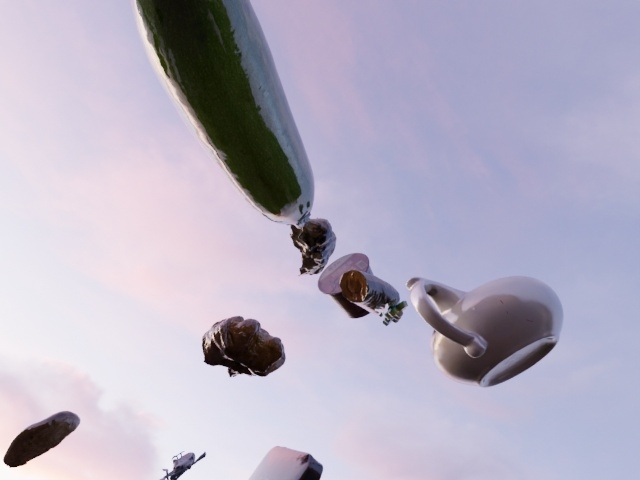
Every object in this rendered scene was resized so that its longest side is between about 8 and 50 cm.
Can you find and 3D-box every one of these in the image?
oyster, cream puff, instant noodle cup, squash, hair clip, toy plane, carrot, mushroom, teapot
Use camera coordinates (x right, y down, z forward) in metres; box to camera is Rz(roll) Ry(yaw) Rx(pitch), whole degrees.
[{"bbox_3d":[-0.007,0.007,1.149,0.108,0.161,0.232,9,-27,27],"label":"oyster"},{"bbox_3d":[-0.247,0.329,1.322,0.269,0.154,0.241,-19,-56,32],"label":"cream puff"},{"bbox_3d":[0.128,0.190,1.712,0.235,0.234,0.178,-19,-61,26],"label":"instant noodle cup"},{"bbox_3d":[-0.079,-0.122,0.453,0.107,0.107,0.395,-2,-27,13],"label":"squash"},{"bbox_3d":[0.129,0.125,0.763,0.049,0.049,0.173,9,-13,4],"label":"hair clip"},{"bbox_3d":[-0.503,0.807,1.516,0.078,0.197,0.053,-4,-88,29],"label":"toy plane"},{"bbox_3d":[0.114,0.120,0.947,0.082,0.082,0.173,-27,-32,30],"label":"carrot"},{"bbox_3d":[-0.828,0.580,1.264,0.072,0.210,0.094,19,-56,45],"label":"mushroom"},{"bbox_3d":[0.251,0.126,0.642,0.298,0.139,0.204,20,-56,-43],"label":"teapot"}]

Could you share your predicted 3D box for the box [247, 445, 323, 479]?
[{"bbox_3d":[-0.131,0.603,0.951,0.073,0.289,0.290,44,-32,-5],"label":"box"}]
